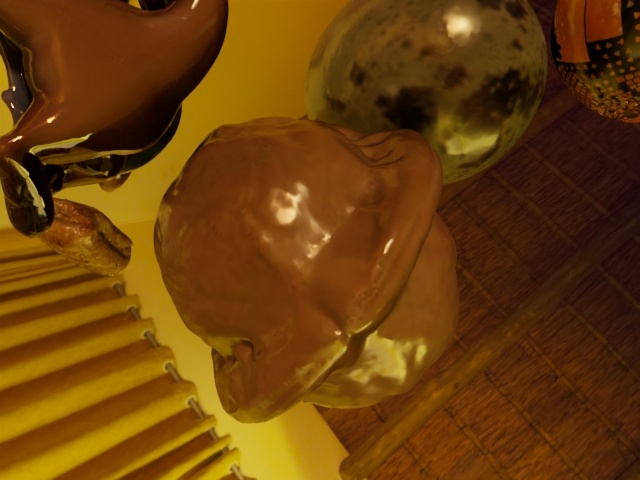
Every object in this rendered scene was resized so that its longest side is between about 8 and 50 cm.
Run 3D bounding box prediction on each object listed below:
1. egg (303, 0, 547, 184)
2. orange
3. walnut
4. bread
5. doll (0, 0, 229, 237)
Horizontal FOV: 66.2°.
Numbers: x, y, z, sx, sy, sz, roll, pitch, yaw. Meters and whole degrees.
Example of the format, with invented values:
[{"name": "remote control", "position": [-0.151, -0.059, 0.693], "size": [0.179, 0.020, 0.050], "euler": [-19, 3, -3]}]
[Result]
[{"name": "egg", "position": [0.156, -0.262, 0.831], "size": [0.427, 0.344, 0.345], "euler": [2, -78, 55]}, {"name": "orange", "position": [0.357, -0.243, 0.513], "size": [0.234, 0.234, 0.182], "euler": [-60, -136, 31]}, {"name": "walnut", "position": [-0.017, 0.020, 0.569], "size": [0.383, 0.383, 0.384], "euler": [10, -74, 37]}, {"name": "bread", "position": [-0.400, -0.002, 0.836], "size": [0.113, 0.211, 0.083], "euler": [16, -109, 3]}, {"name": "doll", "position": [-0.233, -0.175, 0.489], "size": [0.318, 0.209, 0.339], "euler": [-68, -157, 1]}]
